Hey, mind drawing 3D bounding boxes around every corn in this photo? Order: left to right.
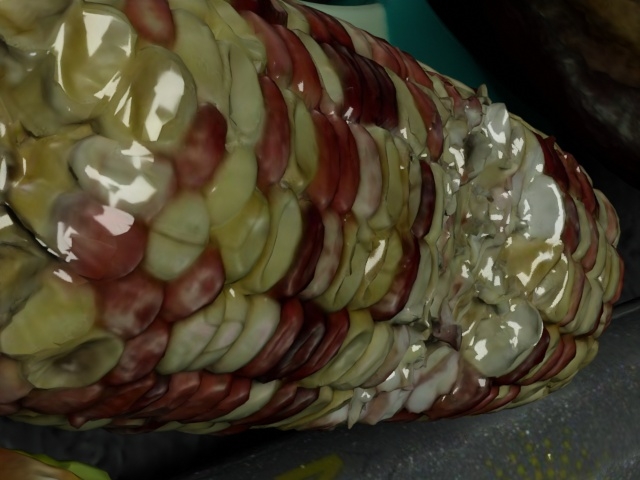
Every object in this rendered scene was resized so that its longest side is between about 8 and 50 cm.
[{"bbox_3d":[0.000,0.000,0.434,0.290,0.098,0.098,14,68,-59],"label":"corn"}]

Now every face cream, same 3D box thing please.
[{"bbox_3d":[0.030,0.086,0.616,0.283,0.073,0.073,-18,86,-31],"label":"face cream"}]

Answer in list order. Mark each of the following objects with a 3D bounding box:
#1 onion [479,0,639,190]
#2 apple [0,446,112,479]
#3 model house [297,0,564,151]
[{"bbox_3d":[0.140,-0.106,0.575,0.216,0.206,0.207,-41,130,-35],"label":"onion"},{"bbox_3d":[-0.119,0.199,0.359,0.339,0.339,0.339,8,74,-28],"label":"apple"},{"bbox_3d":[-0.004,-0.017,0.607,0.149,0.100,0.127,-3,79,-30],"label":"model house"}]
